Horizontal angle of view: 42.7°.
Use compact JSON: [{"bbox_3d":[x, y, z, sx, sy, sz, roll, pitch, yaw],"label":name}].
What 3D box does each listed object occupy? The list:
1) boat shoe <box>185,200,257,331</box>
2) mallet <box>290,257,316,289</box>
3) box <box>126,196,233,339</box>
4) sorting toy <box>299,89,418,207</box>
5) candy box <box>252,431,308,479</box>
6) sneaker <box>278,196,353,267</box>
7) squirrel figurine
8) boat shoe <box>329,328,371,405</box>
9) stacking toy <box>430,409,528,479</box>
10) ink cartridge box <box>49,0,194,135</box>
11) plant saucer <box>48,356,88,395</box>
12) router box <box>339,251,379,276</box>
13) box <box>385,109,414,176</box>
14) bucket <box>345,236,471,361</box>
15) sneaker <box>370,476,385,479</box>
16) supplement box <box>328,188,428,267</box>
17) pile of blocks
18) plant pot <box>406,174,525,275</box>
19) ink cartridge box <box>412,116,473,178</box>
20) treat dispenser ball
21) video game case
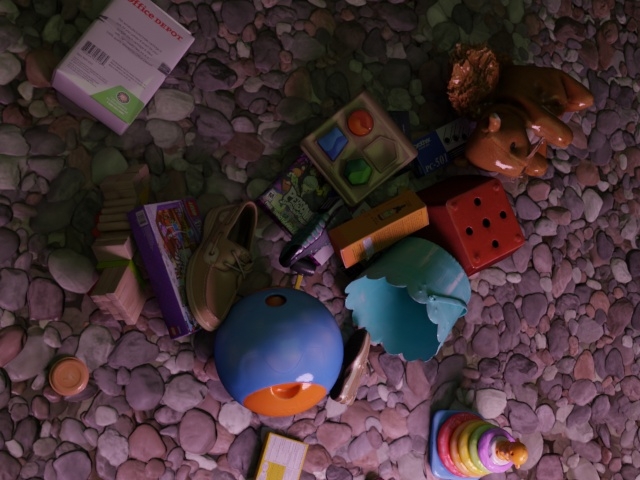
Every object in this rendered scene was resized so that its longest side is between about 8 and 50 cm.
[{"bbox_3d":[-0.212,0.042,1.821,0.122,0.110,0.341,47,35,-40],"label":"boat shoe"},{"bbox_3d":[-0.055,0.135,1.997,0.062,0.039,0.190,13,80,-18],"label":"mallet"},{"bbox_3d":[-0.306,0.056,1.825,0.201,0.057,0.293,-17,88,-64],"label":"box"},{"bbox_3d":[0.126,-0.192,2.018,0.229,0.041,0.307,-39,89,-6],"label":"sorting toy"},{"bbox_3d":[-0.105,0.560,1.904,0.105,0.027,0.206,23,73,-21],"label":"candy box"},{"bbox_3d":[0.000,0.000,1.973,0.224,0.083,0.098,-48,113,-16],"label":"sneaker"},{"bbox_3d":[0.458,-0.328,2.143,0.397,0.281,0.370,47,49,6],"label":"squirrel figurine"},{"bbox_3d":[0.086,0.313,2.017,0.072,0.068,0.190,29,81,-30],"label":"boat shoe"},{"bbox_3d":[0.408,0.504,1.987,0.165,0.302,0.175,9,77,-22],"label":"stacking toy"},{"bbox_3d":[-0.449,-0.411,1.868,0.198,0.114,0.273,37,69,-14],"label":"ink cartridge box"},{"bbox_3d":[-0.542,0.293,1.765,0.083,0.013,0.084,4,79,-22],"label":"plant saucer"},{"bbox_3d":[0.105,0.037,2.032,0.038,0.122,0.092,46,67,-3],"label":"router box"},{"bbox_3d":[0.148,-0.251,2.117,0.158,0.093,0.156,-2,82,-23],"label":"box"},{"bbox_3d":[0.219,0.139,1.988,0.281,0.281,0.183,51,58,-8],"label":"bucket"},{"bbox_3d":[0.162,0.665,1.973,0.069,0.084,0.186,-8,85,-25],"label":"sneaker"},{"bbox_3d":[0.140,-0.029,1.951,0.233,0.080,0.078,-28,48,-6],"label":"supplement box"},{"bbox_3d":[-0.446,0.007,1.821,0.112,0.149,0.362,-4,68,19],"label":"pile of blocks"},{"bbox_3d":[0.358,-0.028,2.092,0.267,0.235,0.267,-24,91,-25],"label":"plant pot"},{"bbox_3d":[0.330,-0.255,2.222,0.207,0.046,0.097,-29,92,-25],"label":"ink cartridge box"},{"bbox_3d":[-0.093,0.245,1.819,0.288,0.288,0.288,4,80,-23],"label":"treat dispenser ball"},{"bbox_3d":[-0.014,-0.087,2.044,0.232,0.042,0.210,48,67,-10],"label":"video game case"}]
